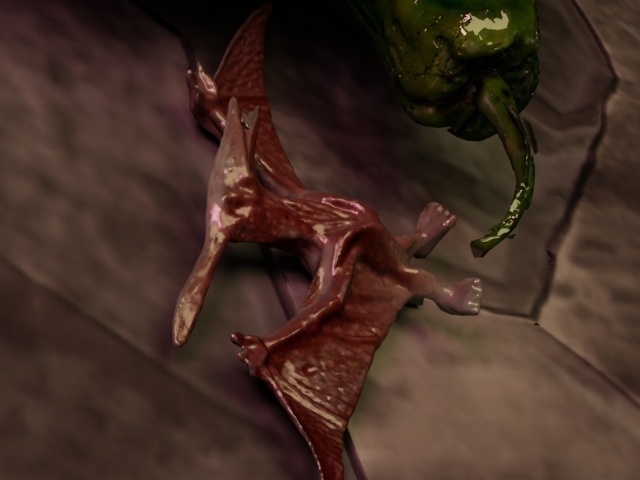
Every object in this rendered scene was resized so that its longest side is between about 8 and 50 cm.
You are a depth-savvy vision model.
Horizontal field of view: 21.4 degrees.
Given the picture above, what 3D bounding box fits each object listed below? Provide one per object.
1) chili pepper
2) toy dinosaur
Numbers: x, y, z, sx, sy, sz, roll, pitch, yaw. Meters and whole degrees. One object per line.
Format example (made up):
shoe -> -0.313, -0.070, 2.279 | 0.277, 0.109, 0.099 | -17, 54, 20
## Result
chili pepper -> 0.011, -0.109, 0.597 | 0.122, 0.065, 0.279 | -18, 51, -39
toy dinosaur -> -0.001, 0.001, 0.525 | 0.108, 0.032, 0.220 | 21, 39, -33
